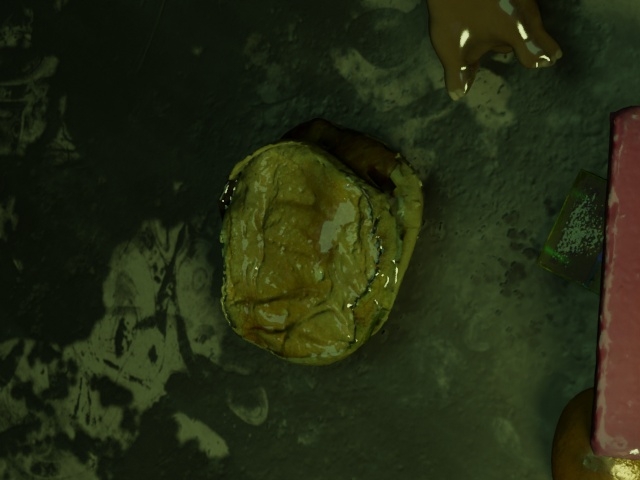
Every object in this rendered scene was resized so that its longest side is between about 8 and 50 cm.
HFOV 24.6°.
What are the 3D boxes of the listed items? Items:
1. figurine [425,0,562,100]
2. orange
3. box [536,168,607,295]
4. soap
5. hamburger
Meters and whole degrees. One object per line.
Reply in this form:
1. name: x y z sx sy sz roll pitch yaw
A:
1. figurine: 0.196 -0.320 1.693 0.177 0.173 0.247 -18 107 31
2. orange: 0.313 0.239 1.592 0.160 0.112 0.170 -52 52 15
3. box: 0.350 0.013 1.636 0.193 0.030 0.121 28 99 30
4. soap: 0.399 0.051 1.493 0.233 0.128 0.359 4 80 10
5. hamburger: -0.002 0.000 1.782 0.266 0.134 0.284 25 104 27
